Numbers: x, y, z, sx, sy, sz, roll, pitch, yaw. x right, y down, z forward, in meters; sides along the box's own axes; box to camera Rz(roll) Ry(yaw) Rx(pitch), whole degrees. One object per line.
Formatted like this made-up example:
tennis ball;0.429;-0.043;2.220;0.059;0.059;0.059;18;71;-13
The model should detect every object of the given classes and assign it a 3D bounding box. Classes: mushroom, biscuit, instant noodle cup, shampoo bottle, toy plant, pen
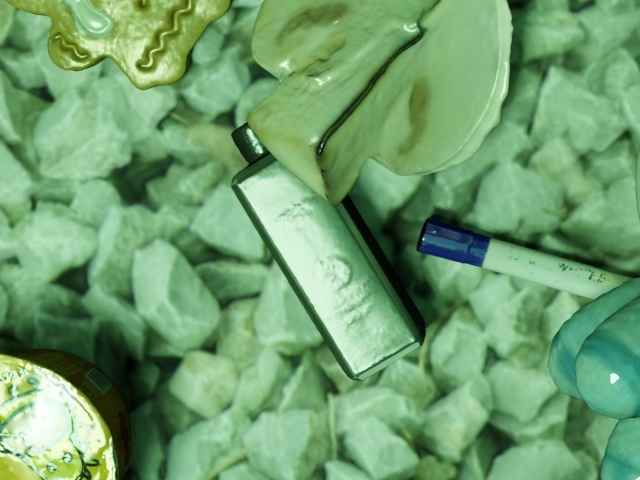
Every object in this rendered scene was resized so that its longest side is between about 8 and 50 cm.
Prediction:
mushroom;0.046;-0.146;1.338;0.236;0.173;0.162;-48;135;-6
biscuit;-0.204;-0.247;1.390;0.249;0.035;0.184;37;98;1
instant noodle cup;-0.265;0.190;1.372;0.215;0.172;0.216;1;97;6
shampoo bottle;0.000;0.000;1.373;0.080;0.079;0.246;-31;92;7
toy plant;0.314;0.079;1.259;0.247;0.247;0.332;25;91;2
pen;0.218;0.032;1.380;0.269;0.033;0.033;17;97;3
